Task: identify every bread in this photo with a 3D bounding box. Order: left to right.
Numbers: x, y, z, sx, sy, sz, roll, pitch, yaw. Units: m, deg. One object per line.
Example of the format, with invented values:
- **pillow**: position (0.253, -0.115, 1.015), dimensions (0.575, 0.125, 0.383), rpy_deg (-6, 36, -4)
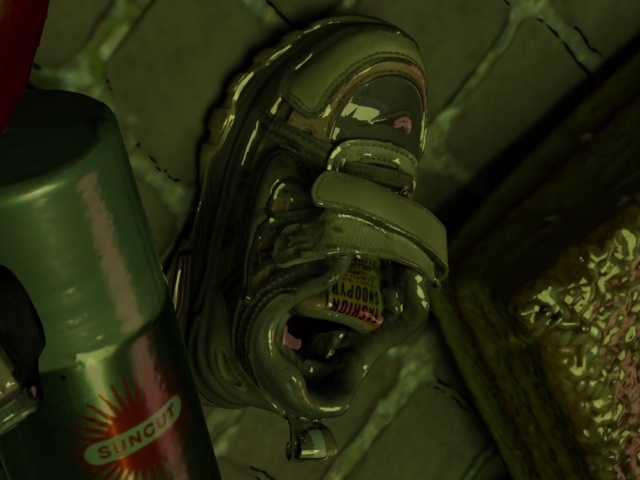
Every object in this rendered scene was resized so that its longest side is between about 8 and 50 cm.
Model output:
- **bread**: position (0.172, 0.010, 0.747), dimensions (0.234, 0.110, 0.184), rpy_deg (-40, 127, -16)

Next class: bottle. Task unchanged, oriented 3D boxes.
- **bottle**: position (-0.084, 0.080, 0.607), dimensions (0.082, 0.082, 0.286), rpy_deg (-28, 126, -23)

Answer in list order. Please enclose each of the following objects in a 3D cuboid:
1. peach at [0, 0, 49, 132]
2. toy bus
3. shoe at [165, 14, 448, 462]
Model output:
- **peach**: position (-0.154, -0.076, 0.437), dimensions (0.267, 0.158, 0.154), rpy_deg (-50, 138, -8)
- **toy bus**: position (-0.139, 0.054, 0.501), dimensions (0.072, 0.172, 0.057), rpy_deg (-31, 85, -27)
- **shoe**: position (0.000, 0.000, 0.620), dimensions (0.089, 0.092, 0.180), rpy_deg (17, 102, -40)
